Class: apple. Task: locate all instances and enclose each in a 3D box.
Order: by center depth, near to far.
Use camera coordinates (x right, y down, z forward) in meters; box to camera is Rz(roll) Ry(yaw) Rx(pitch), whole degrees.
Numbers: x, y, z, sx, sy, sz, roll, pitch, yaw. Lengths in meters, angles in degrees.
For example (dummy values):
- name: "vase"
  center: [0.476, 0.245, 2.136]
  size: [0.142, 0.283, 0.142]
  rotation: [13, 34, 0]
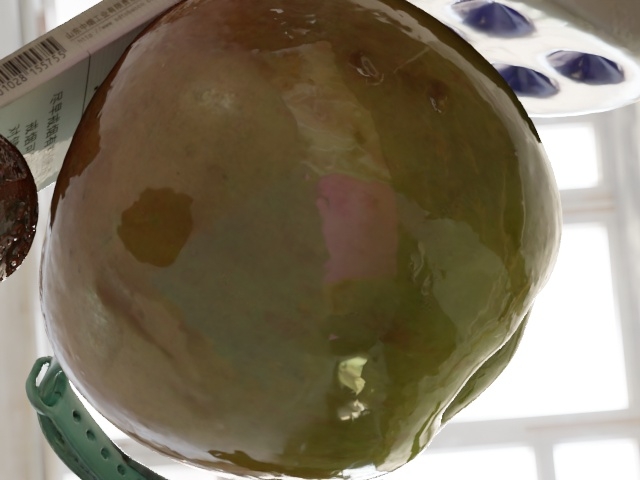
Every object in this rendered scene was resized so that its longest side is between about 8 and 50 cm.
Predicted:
- name: "apple"
  center: [0.000, 0.000, 1.188]
  size: [0.338, 0.305, 0.338]
  rotation: [-52, 158, -31]

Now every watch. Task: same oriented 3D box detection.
- name: "watch"
  center: [-0.138, 0.154, 1.600]
  size: [0.195, 0.237, 0.068]
  rotation: [-52, -167, 31]

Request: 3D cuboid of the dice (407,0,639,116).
- name: "dice"
  center: [0.146, -0.287, 1.490]
  size: [0.277, 0.304, 0.304]
  rotation: [-4, -111, 49]

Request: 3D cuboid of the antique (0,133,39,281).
- name: "antique"
  center: [-0.199, -0.019, 0.988]
  size: [0.104, 0.104, 0.104]
  rotation: [176, -90, -87]

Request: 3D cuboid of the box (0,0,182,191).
- name: "box"
  center: [-0.146, -0.110, 1.235]
  size: [0.035, 0.245, 0.139]
  rotation: [43, -31, 16]
